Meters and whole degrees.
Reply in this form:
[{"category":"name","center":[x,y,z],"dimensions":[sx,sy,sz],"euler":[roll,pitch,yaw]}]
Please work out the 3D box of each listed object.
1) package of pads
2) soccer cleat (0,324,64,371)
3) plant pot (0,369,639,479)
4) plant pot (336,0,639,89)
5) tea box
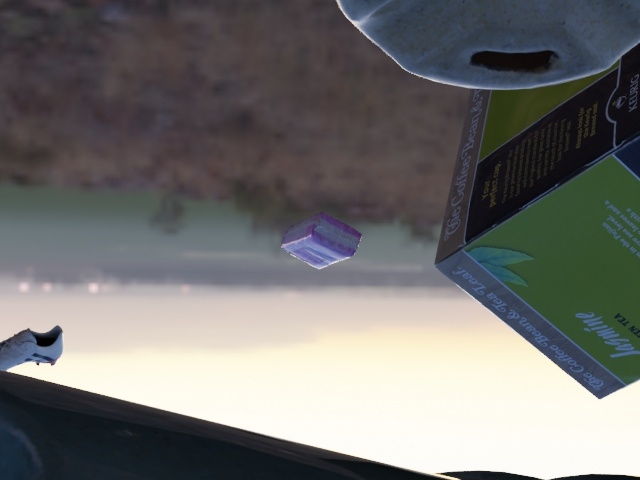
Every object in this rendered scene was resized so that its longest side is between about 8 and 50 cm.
[{"category":"package of pads","center":[0.000,0.000,1.795],"dimensions":[0.050,0.032,0.083],"euler":[30,161,-16]},{"category":"soccer cleat","center":[-0.238,0.085,1.449],"dimensions":[0.083,0.036,0.029],"euler":[-8,-137,-31]},{"category":"plant pot","center":[-0.032,0.198,0.558],"dimensions":[0.334,0.341,0.341],"euler":[24,162,-40]},{"category":"plant pot","center":[0.092,-0.263,0.993],"dimensions":[0.333,0.305,0.334],"euler":[-7,142,-6]},{"category":"tea box","center":[0.300,-0.098,1.603],"dimensions":[0.220,0.329,0.323],"euler":[39,131,-22]}]
